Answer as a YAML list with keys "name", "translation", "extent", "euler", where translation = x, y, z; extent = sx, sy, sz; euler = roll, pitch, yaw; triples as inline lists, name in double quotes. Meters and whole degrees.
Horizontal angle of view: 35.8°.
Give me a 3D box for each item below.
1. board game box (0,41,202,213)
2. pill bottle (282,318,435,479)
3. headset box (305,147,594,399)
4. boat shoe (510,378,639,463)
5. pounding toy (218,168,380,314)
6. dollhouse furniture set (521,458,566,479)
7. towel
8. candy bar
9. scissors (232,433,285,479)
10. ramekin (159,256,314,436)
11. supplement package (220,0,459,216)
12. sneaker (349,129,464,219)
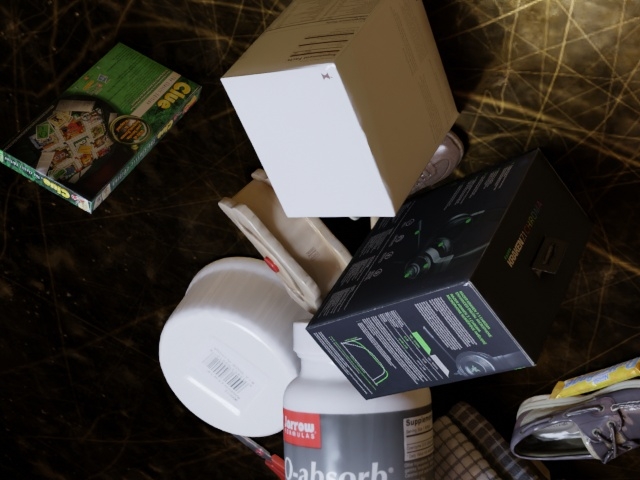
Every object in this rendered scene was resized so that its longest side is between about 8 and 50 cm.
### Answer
- name: "board game box"
  translation: [-0.277, -0.153, 1.280]
  extent: [0.136, 0.260, 0.030]
  euler: [28, 140, 8]
- name: "pill bottle"
  translation: [0.053, 0.290, 1.378]
  extent: [0.210, 0.210, 0.363]
  euler: [-4, 88, 37]
- name: "headset box"
  translation: [0.163, 0.041, 1.184]
  extent: [0.283, 0.246, 0.131]
  euler: [-22, 115, 44]
- name: "boat shoe"
  translation: [0.388, 0.260, 1.365]
  extent: [0.285, 0.092, 0.103]
  euler: [-14, 120, 43]
- name: "pounding toy"
  translation: [0.000, 0.000, 1.393]
  extent: [0.269, 0.155, 0.154]
  euler: [49, 168, -3]
- name: "dollhouse furniture set"
  translation: [0.323, 0.396, 1.554]
  extent: [0.114, 0.081, 0.091]
  euler: [48, 138, -16]
- name: "towel"
  translation: [0.236, 0.411, 1.552]
  extent: [0.235, 0.121, 0.284]
  euler: [47, 144, 21]
- name: "candy bar"
  translation: [0.378, 0.185, 1.339]
  extent: [0.018, 0.040, 0.161]
  euler: [52, 138, -6]
- name: "scissors"
  translation: [-0.096, 0.415, 1.916]
  extent: [0.297, 0.021, 0.109]
  euler: [48, 141, -14]
- name: "ramekin"
  translation: [-0.119, 0.176, 1.562]
  extent: [0.277, 0.135, 0.277]
  euler: [12, 125, 18]
- name: "supplement package"
  translation: [0.030, -0.161, 1.105]
  extent: [0.149, 0.203, 0.194]
  euler: [0, 129, 34]
- name: "sneaker"
  translation: [0.104, -0.073, 1.243]
  extent: [0.066, 0.071, 0.188]
  euler: [44, 140, -11]
